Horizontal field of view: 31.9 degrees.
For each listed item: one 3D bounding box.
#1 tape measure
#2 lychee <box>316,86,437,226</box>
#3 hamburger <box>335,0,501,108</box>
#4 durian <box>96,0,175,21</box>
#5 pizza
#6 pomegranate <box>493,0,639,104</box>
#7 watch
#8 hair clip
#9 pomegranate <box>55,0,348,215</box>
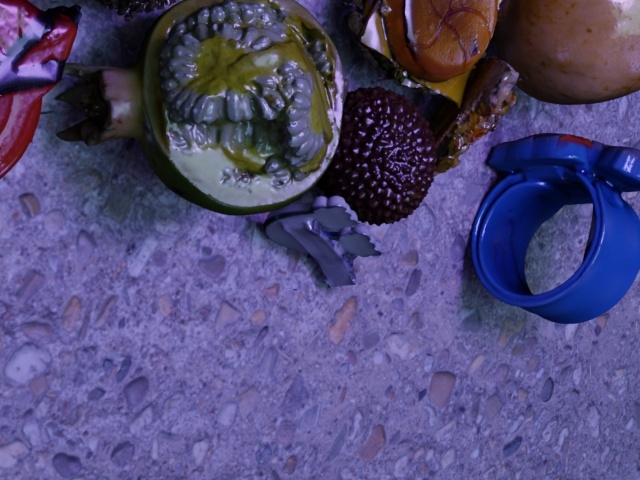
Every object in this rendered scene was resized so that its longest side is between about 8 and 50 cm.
[{"bbox_3d":[-0.389,-0.160,1.124,0.253,0.114,0.261,20,87,-41],"label":"tape measure"},{"bbox_3d":[0.073,-0.109,1.484,0.188,0.188,0.188,-11,108,-38],"label":"lychee"},{"bbox_3d":[0.132,-0.316,1.514,0.261,0.138,0.243,32,79,-41],"label":"hamburger"},{"bbox_3d":[-0.186,-0.325,1.198,0.196,0.196,0.167,-23,126,-35],"label":"durian"},{"bbox_3d":[0.221,-0.186,1.585,0.069,0.226,0.147,31,39,-12],"label":"pizza"},{"bbox_3d":[0.394,-0.334,1.631,0.307,0.307,0.307,-11,108,-38],"label":"pomegranate"},{"bbox_3d":[0.397,-0.012,1.708,0.241,0.305,0.275,23,78,-41],"label":"watch"},{"bbox_3d":[0.000,0.000,1.488,0.220,0.140,0.054,48,47,-58],"label":"hair clip"},{"bbox_3d":[-0.130,-0.158,1.275,0.340,0.260,0.261,1,101,-10],"label":"pomegranate"}]
